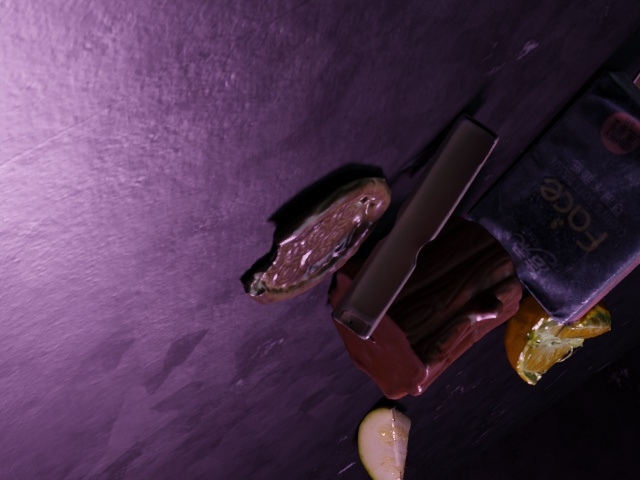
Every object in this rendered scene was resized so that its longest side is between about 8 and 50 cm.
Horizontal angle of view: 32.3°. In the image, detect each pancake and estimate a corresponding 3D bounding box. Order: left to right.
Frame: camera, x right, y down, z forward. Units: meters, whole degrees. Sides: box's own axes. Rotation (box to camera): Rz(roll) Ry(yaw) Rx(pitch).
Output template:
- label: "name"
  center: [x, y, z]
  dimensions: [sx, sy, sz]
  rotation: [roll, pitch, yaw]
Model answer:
- label: "pancake"
  center: [0.000, 0.000, 1.379]
  dimensions: [0.212, 0.029, 0.235]
  rotation: [-26, 157, -32]

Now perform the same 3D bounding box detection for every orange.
- label: "orange"
  center: [0.486, 0.180, 2.336]
  dimensions: [0.179, 0.158, 0.237]
  rotation: [-2, 143, -47]

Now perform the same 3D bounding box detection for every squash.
- label: "squash"
  center: [0.125, 0.444, 2.364]
  dimensions: [0.093, 0.169, 0.252]
  rotation: [4, 166, 15]

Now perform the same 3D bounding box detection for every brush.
- label: "brush"
  center: [0.122, -0.016, 1.428]
  dimensions: [0.321, 0.060, 0.050]
  rotation: [-58, 171, 15]

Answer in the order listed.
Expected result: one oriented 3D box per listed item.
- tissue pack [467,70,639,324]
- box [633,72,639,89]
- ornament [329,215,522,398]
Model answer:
- label: "tissue pack"
  center: [0.399, -0.060, 1.618]
  dimensions: [0.103, 0.228, 0.315]
  rotation: [-7, 143, -54]
- label: "box"
  center: [0.514, -0.234, 1.725]
  dimensions: [0.109, 0.029, 0.198]
  rotation: [-22, 152, -36]
- label: "ornament"
  center: [0.157, 0.086, 1.575]
  dimensions: [0.218, 0.221, 0.235]
  rotation: [-33, 115, -23]
